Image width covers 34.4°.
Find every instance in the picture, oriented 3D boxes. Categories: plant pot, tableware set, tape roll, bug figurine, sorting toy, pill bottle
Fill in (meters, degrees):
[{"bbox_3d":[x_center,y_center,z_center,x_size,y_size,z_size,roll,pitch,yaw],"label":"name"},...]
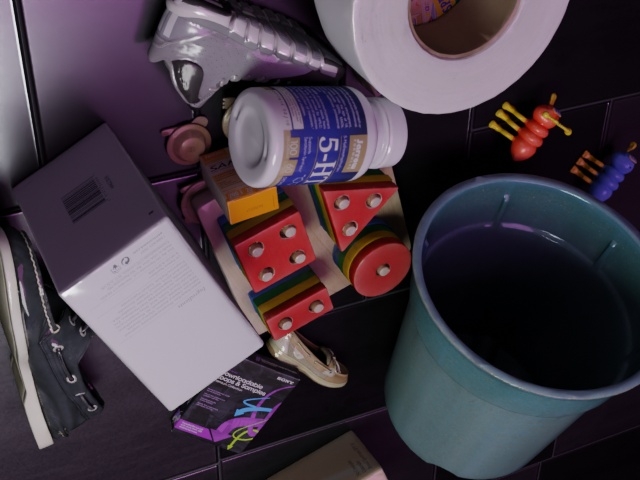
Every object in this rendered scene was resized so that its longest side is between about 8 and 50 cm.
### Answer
[{"bbox_3d":[0.246,0.143,1.411,0.341,0.341,0.334,-12,147,-23],"label":"plant pot"},{"bbox_3d":[-0.115,-0.098,1.260,0.141,0.020,0.168,-22,131,-12],"label":"tableware set"},{"bbox_3d":[0.140,-0.289,1.149,0.286,0.100,0.286,-14,127,-20],"label":"tape roll"},{"bbox_3d":[0.335,-0.083,1.489,0.279,0.072,0.216,20,110,-38],"label":"bug figurine"},{"bbox_3d":[0.000,0.000,1.330,0.256,0.089,0.257,-29,136,-10],"label":"sorting toy"},{"bbox_3d":[0.000,-0.120,1.177,0.187,0.112,0.112,-7,124,-31],"label":"pill bottle"}]

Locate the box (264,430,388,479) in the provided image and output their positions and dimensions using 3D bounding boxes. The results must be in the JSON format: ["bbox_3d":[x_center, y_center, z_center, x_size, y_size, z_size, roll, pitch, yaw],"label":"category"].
[{"bbox_3d":[-0.041,0.438,1.573,0.311,0.148,0.121,-29,111,-11],"label":"box"}]

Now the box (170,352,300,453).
[{"bbox_3d":[-0.119,0.222,1.443,0.116,0.029,0.162,24,116,-26],"label":"box"}]

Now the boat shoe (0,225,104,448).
[{"bbox_3d":[-0.313,0.109,1.221,0.113,0.127,0.340,-17,130,-20],"label":"boat shoe"}]

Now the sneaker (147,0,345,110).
[{"bbox_3d":[-0.092,-0.197,1.174,0.229,0.086,0.132,19,119,-30],"label":"sneaker"}]

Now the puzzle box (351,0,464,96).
[{"bbox_3d":[0.086,-0.388,1.151,0.272,0.052,0.409,-35,132,-3],"label":"puzzle box"}]

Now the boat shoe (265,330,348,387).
[{"bbox_3d":[-0.009,0.165,1.479,0.153,0.056,0.048,32,107,-33],"label":"boat shoe"}]

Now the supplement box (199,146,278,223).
[{"bbox_3d":[-0.096,-0.069,1.210,0.062,0.098,0.036,-20,134,-16],"label":"supplement box"}]

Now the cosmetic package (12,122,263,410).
[{"bbox_3d":[-0.205,0.029,1.160,0.138,0.224,0.224,-37,131,-3],"label":"cosmetic package"}]
